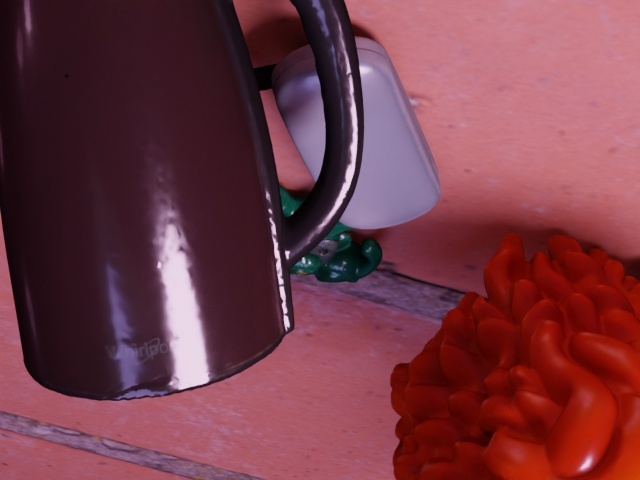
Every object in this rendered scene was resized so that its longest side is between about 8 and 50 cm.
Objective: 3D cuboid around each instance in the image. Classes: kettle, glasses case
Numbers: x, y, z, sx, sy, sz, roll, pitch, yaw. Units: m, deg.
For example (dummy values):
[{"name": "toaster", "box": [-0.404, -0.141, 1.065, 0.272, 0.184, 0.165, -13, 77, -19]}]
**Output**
[{"name": "kettle", "box": [-0.078, -0.053, 0.944, 0.202, 0.144, 0.232, -5, 112, 3]}, {"name": "glasses case", "box": [0.023, -0.059, 1.062, 0.067, 0.045, 0.178, -15, 150, 9]}]

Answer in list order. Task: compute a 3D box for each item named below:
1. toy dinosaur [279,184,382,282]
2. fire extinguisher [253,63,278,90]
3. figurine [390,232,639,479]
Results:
[{"name": "toy dinosaur", "box": [0.000, 0.000, 1.199, 0.096, 0.059, 0.132, 11, 164, -18]}, {"name": "fire extinguisher", "box": [-0.141, -0.072, 1.094, 0.267, 0.072, 0.089, -10, -178, 36]}, {"name": "figurine", "box": [0.170, 0.175, 1.191, 0.241, 0.306, 0.412, -3, 154, 7]}]
